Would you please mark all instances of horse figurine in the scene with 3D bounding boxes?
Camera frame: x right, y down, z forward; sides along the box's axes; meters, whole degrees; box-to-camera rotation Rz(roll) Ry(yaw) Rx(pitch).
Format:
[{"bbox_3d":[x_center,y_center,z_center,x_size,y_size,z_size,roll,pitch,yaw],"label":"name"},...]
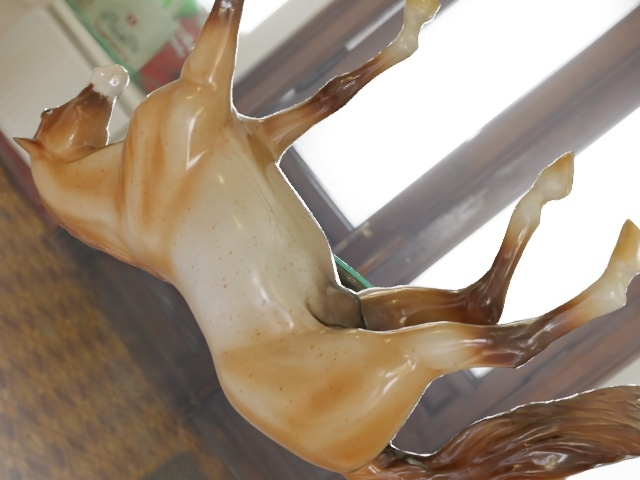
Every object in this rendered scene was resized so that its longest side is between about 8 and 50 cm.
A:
[{"bbox_3d":[0.000,0.000,0.371,0.263,0.174,0.066,51,15,15],"label":"horse figurine"}]

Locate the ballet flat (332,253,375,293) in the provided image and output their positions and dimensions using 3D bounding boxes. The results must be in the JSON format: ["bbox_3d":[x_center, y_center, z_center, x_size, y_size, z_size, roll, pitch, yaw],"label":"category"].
[{"bbox_3d":[-0.039,0.015,0.883,0.280,0.096,0.095,47,-14,-12],"label":"ballet flat"}]
